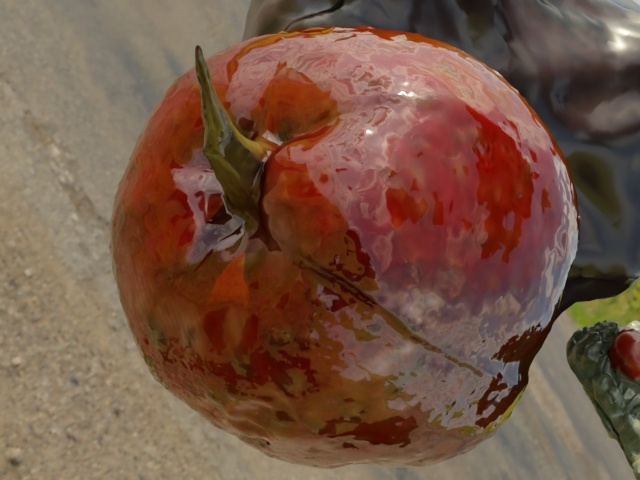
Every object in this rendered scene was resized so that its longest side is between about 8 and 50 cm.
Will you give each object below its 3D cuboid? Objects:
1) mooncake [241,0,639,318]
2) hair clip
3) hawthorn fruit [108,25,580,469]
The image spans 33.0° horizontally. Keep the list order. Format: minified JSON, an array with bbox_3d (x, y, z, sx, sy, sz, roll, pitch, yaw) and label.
[{"bbox_3d":[0.116,-0.100,0.850,0.381,0.350,0.212,22,17,-9],"label":"mooncake"},{"bbox_3d":[0.301,0.179,0.817,0.138,0.091,0.321,8,45,-34],"label":"hair clip"},{"bbox_3d":[0.011,0.008,0.587,0.258,0.258,0.262,61,31,0],"label":"hawthorn fruit"}]
